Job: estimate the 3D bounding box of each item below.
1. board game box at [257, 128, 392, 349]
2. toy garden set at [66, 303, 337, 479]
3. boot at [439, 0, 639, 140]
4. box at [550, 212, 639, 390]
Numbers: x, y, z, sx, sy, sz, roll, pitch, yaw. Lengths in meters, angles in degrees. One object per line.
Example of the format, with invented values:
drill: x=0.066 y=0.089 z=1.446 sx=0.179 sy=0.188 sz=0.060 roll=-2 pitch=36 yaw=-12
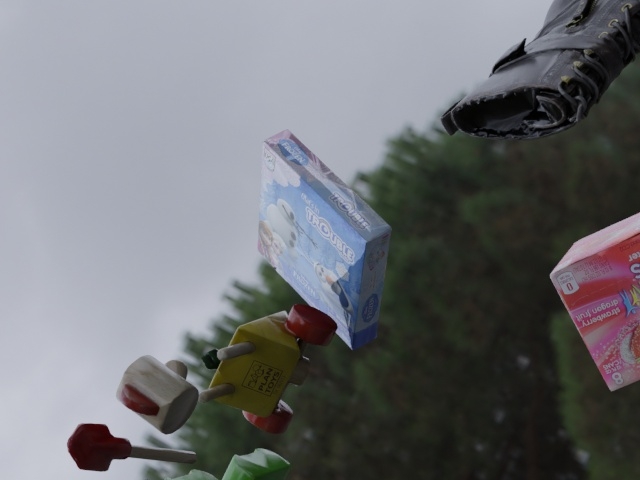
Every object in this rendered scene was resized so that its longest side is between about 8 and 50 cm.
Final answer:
board game box: x=0.000 y=0.000 z=0.896 sx=0.020 sy=0.090 sz=0.090 roll=-27 pitch=-35 yaw=-28
toy garden set: x=-0.095 y=0.127 z=0.840 sx=0.244 sy=0.049 sz=0.204 roll=-5 pitch=-55 yaw=-61
boot: x=0.246 y=-0.159 z=1.337 sx=0.229 sy=0.263 sz=0.091 roll=-47 pitch=-67 yaw=-41
box: x=0.422 y=0.025 z=1.779 sx=0.300 sy=0.154 sz=0.142 roll=-27 pitch=4 yaw=24
